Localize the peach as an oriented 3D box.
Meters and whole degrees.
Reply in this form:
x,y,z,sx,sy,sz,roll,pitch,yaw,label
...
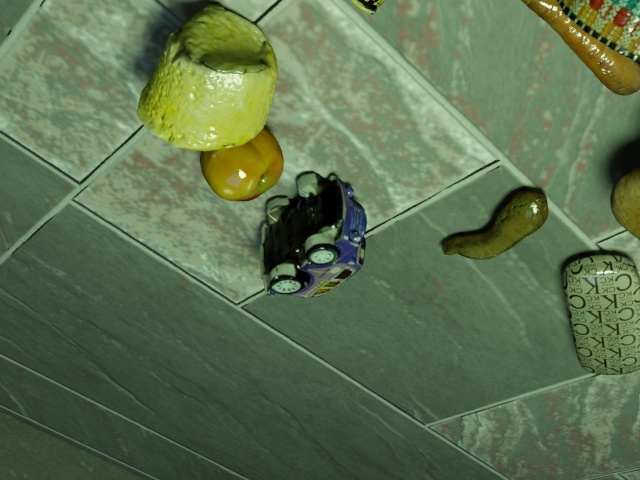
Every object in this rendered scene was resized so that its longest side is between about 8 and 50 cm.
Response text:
x,y,z,sx,sy,sz,roll,pitch,yaw,label
-0.135,-0.130,1.223,0.138,0.138,0.138,7,140,6,peach

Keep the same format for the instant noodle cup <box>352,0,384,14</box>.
x,y,z,sx,sy,sz,roll,pitch,yaw,label
0.072,-0.373,0.899,0.122,0.151,0.151,-30,126,23,instant noodle cup

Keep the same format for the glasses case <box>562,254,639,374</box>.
x,y,z,sx,sy,sz,roll,pitch,yaw,label
0.557,0.154,1.431,0.137,0.085,0.354,-9,135,21,glasses case

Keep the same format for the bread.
x,y,z,sx,sy,sz,roll,pitch,yaw,label
-0.161,-0.229,1.074,0.197,0.197,0.170,18,134,-8,bread

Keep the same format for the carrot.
x,y,z,sx,sy,sz,roll,pitch,yaw,label
0.356,-0.280,1.000,0.248,0.059,0.059,34,135,-20,carrot

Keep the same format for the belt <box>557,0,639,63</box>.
x,y,z,sx,sy,sz,roll,pitch,yaw,label
0.412,-0.296,0.849,0.258,0.207,0.150,28,141,7,belt

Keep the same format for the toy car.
x,y,z,sx,sy,sz,roll,pitch,yaw,label
0.000,0.000,1.337,0.158,0.172,0.235,20,139,-35,toy car

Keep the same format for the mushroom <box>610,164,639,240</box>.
x,y,z,sx,sy,sz,roll,pitch,yaw,label
0.568,-0.077,1.079,0.263,0.195,0.283,-22,130,40,mushroom

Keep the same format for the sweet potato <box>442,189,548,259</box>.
x,y,z,sx,sy,sz,roll,pitch,yaw,label
0.319,-0.018,1.310,0.081,0.062,0.233,41,137,-10,sweet potato
